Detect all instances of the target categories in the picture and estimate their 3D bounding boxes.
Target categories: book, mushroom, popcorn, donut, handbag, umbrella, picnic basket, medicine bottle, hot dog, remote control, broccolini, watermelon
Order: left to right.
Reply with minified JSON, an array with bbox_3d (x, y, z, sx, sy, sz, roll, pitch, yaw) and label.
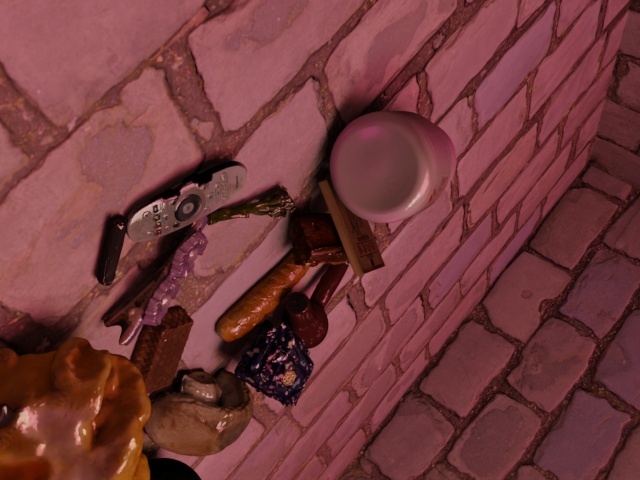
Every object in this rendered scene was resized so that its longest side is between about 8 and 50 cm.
[{"bbox_3d":[-0.429,0.309,1.134,0.297,0.281,0.316,0,107,-12],"label":"popcorn"},{"bbox_3d":[-0.347,0.018,1.158,0.036,0.031,0.133,-15,134,-51],"label":"umbrella"},{"bbox_3d":[-0.376,0.624,1.590,0.242,0.242,0.242,-40,150,-29],"label":"watermelon"},{"bbox_3d":[-0.326,0.230,1.417,0.110,0.055,0.193,-12,129,-55],"label":"picnic basket"},{"bbox_3d":[-0.234,-0.074,1.228,0.256,0.045,0.097,-31,144,-35],"label":"remote control"},{"bbox_3d":[-0.269,0.415,1.605,0.190,0.164,0.267,-60,154,7],"label":"mushroom"},{"bbox_3d":[-0.147,-0.060,1.406,0.216,0.058,0.067,-19,102,-40],"label":"broccolini"},{"bbox_3d":[-0.129,0.130,1.631,0.286,0.061,0.088,-47,142,-19],"label":"hot dog"},{"bbox_3d":[-0.102,0.302,1.690,0.162,0.113,0.260,-61,147,-21],"label":"handbag"},{"bbox_3d":[0.010,-0.003,1.616,0.186,0.126,0.144,-11,166,-35],"label":"donut"},{"bbox_3d":[0.076,-0.035,1.609,0.026,0.231,0.161,-23,175,24],"label":"book"},{"bbox_3d":[0.180,-0.175,1.586,0.302,0.241,0.241,-22,140,-63],"label":"medicine bottle"}]

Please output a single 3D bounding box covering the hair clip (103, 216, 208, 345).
[{"bbox_3d":[-0.286,0.065,1.280,0.292,0.084,0.106,-55,172,-11],"label":"hair clip"}]

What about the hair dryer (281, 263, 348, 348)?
[{"bbox_3d":[0.011,0.108,1.788,0.340,0.123,0.312,-59,166,-21],"label":"hair dryer"}]
